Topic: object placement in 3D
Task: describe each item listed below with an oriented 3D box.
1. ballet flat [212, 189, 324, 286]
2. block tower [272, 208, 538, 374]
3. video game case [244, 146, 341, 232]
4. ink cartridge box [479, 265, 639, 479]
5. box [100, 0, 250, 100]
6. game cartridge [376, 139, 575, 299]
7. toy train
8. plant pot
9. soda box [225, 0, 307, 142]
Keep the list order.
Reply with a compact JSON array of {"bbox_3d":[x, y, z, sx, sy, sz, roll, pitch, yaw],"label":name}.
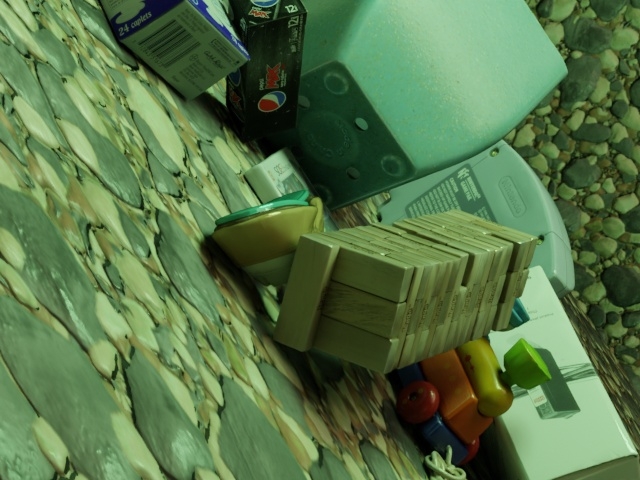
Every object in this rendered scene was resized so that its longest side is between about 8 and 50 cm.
[{"bbox_3d":[-0.029,0.002,1.365,0.232,0.080,0.073,-26,100,-78],"label":"ballet flat"},{"bbox_3d":[0.083,0.038,1.427,0.097,0.091,0.335,19,13,24],"label":"block tower"},{"bbox_3d":[0.000,0.000,1.624,0.190,0.022,0.173,57,11,-3],"label":"video game case"},{"bbox_3d":[0.226,0.194,1.698,0.273,0.114,0.197,-110,-177,-46],"label":"ink cartridge box"},{"bbox_3d":[-0.139,-0.214,1.479,0.137,0.072,0.126,63,12,29],"label":"box"},{"bbox_3d":[0.183,0.000,1.964,0.062,0.198,0.297,49,14,-38],"label":"game cartridge"},{"bbox_3d":[0.153,0.147,1.562,0.105,0.143,0.248,47,15,-42],"label":"toy train"},{"bbox_3d":[0.062,-0.170,1.760,0.248,0.247,0.252,54,43,-17],"label":"plant pot"},{"bbox_3d":[-0.053,-0.168,1.571,0.169,0.060,0.053,96,-27,-54],"label":"soda box"}]
